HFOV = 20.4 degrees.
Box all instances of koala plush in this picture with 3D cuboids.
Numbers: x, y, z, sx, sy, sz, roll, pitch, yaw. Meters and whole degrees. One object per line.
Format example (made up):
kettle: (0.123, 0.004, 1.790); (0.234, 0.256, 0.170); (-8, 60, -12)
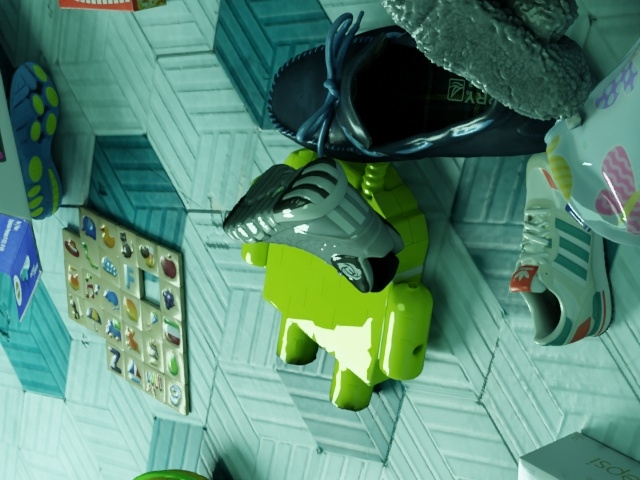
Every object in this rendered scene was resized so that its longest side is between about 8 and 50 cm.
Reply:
koala plush: (0.144, -0.239, 1.268); (0.203, 0.221, 0.196); (26, 134, 4)

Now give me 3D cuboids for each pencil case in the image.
pencil case: (0.263, -0.116, 1.236); (0.124, 0.113, 0.273); (49, 138, 15)

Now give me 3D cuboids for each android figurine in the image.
android figurine: (0.018, 0.022, 1.663); (0.248, 0.056, 0.273); (40, 135, 36)

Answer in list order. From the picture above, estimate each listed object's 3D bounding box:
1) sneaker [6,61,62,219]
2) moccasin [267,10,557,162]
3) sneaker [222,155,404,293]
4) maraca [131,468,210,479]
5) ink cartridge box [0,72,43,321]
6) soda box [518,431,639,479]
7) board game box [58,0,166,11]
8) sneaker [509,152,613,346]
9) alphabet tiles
sneaker: (-0.343, -0.115, 2.054); (0.078, 0.067, 0.188); (25, 125, 41)
moccasin: (0.063, -0.133, 1.467); (0.342, 0.117, 0.137); (-3, 85, 48)
sneaker: (0.000, 0.000, 1.563); (0.132, 0.086, 0.229); (42, 167, -14)
maraca: (-0.135, 0.312, 1.953); (0.186, 0.099, 0.127); (9, 124, 23)
ink cartridge box: (-0.391, -0.103, 2.036); (0.176, 0.069, 0.371); (128, 128, -63)
soda box: (0.258, 0.232, 1.426); (0.216, 0.074, 0.069); (26, 124, 45)
board game box: (-0.228, -0.335, 1.830); (0.147, 0.045, 0.193); (10, 113, 50)
sneaker: (0.184, 0.009, 1.423); (0.057, 0.075, 0.161); (0, 105, 52)
alphabet tiles: (-0.226, 0.072, 2.035); (0.237, 0.009, 0.198); (24, 124, 45)
